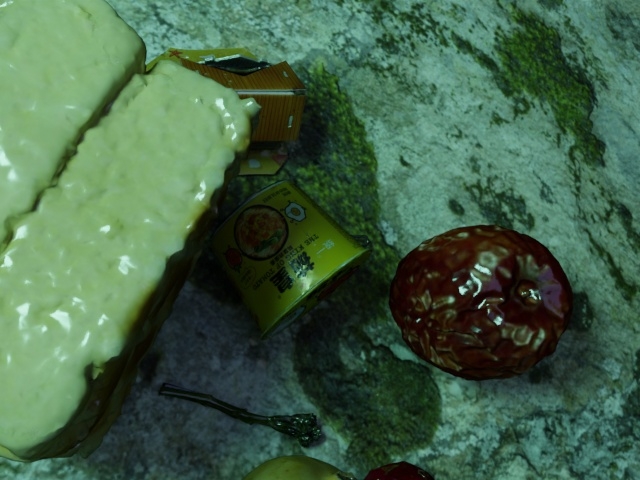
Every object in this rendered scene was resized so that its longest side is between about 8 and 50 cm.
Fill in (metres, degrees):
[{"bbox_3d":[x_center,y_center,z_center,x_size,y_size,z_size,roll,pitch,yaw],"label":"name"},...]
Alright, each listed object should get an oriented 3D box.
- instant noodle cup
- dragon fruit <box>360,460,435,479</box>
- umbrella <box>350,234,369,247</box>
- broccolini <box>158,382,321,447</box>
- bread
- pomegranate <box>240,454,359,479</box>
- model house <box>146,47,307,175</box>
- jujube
[{"bbox_3d":[-0.047,0.018,0.882,0.182,0.182,0.144,-35,79,-26],"label":"instant noodle cup"},{"bbox_3d":[0.140,0.347,0.904,0.190,0.094,0.094,19,69,-21],"label":"dragon fruit"},{"bbox_3d":[0.000,-0.005,0.985,0.149,0.022,0.022,4,78,-16],"label":"umbrella"},{"bbox_3d":[-0.102,0.225,0.877,0.218,0.042,0.044,16,71,-10],"label":"broccolini"},{"bbox_3d":[-0.271,0.008,0.679,0.279,0.390,0.371,28,66,-7],"label":"bread"},{"bbox_3d":[-0.026,0.360,0.759,0.233,0.233,0.233,6,73,-20],"label":"pomegranate"},{"bbox_3d":[-0.133,-0.200,0.923,0.219,0.136,0.207,-2,78,-22],"label":"model house"},{"bbox_3d":[0.206,0.086,0.923,0.213,0.232,0.213,4,78,-20],"label":"jujube"}]
